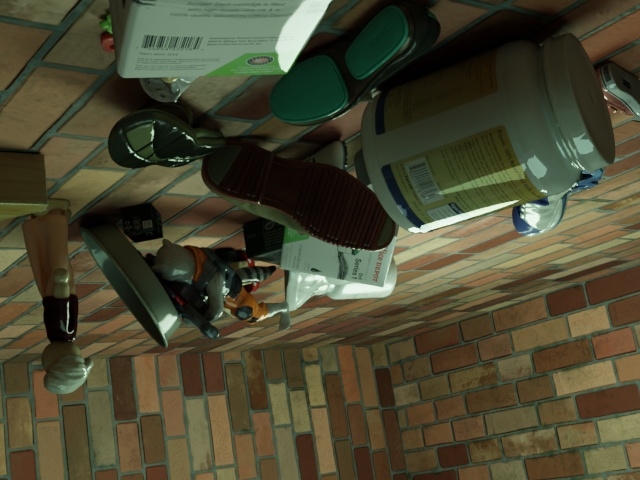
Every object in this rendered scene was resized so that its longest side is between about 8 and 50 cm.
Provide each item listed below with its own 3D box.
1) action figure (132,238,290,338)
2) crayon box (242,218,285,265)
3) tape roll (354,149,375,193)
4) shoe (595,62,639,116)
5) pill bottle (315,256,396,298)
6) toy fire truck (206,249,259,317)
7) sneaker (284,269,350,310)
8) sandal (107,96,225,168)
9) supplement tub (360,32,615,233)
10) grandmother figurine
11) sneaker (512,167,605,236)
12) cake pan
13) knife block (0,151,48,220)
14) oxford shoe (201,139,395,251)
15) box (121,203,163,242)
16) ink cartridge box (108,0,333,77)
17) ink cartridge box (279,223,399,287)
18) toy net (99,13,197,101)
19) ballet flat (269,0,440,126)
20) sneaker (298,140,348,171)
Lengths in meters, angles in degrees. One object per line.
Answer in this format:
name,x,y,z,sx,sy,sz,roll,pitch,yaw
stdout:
action figure,-0.245,0.067,1.928,0.178,0.341,0.330,-55,147,2
crayon box,0.000,0.000,2.099,0.203,0.083,0.323,-17,163,27
tape roll,0.174,-0.133,1.714,0.219,0.072,0.219,-8,167,-2
shoe,0.474,-0.237,1.527,0.081,0.063,0.178,-18,158,36
pill bottle,0.067,0.084,2.368,0.229,0.131,0.131,-1,164,-29
toy fire truck,-0.239,0.118,2.321,0.217,0.158,0.246,-15,176,20
sneaker,0.004,0.085,2.048,0.169,0.108,0.292,-4,164,-7
sandal,-0.228,-0.160,1.352,0.120,0.086,0.303,-17,179,9
supplement tub,0.242,-0.154,1.354,0.316,0.228,0.228,-17,164,29
grandmother figurine,-0.478,0.108,1.688,0.104,0.342,0.208,-8,165,-5
sneaker,0.418,-0.117,1.864,0.182,0.127,0.315,-2,158,-12
cake pan,-0.373,0.082,1.851,0.054,0.293,0.293,-36,173,-17
knife block,-0.581,-0.087,1.379,0.276,0.088,0.242,-11,166,11
oxford shoe,-0.038,-0.076,1.590,0.348,0.123,0.130,25,171,-10
box,-0.347,-0.033,1.813,0.062,0.052,0.083,-9,167,1
ink cartridge box,-0.095,-0.270,0.920,0.198,0.114,0.273,-4,165,-20
ink cartridge box,0.040,-0.006,1.838,0.219,0.092,0.160,10,136,2
toy net,-0.210,-0.221,1.183,0.122,0.045,0.232,-7,166,-8
ballet flat,0.052,-0.226,1.244,0.096,0.095,0.280,-12,172,-46
sneaker,-0.026,-0.110,1.660,0.086,0.085,0.237,8,156,-29
